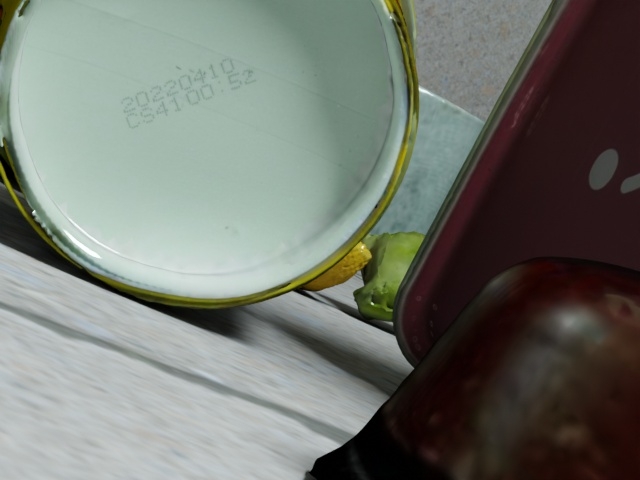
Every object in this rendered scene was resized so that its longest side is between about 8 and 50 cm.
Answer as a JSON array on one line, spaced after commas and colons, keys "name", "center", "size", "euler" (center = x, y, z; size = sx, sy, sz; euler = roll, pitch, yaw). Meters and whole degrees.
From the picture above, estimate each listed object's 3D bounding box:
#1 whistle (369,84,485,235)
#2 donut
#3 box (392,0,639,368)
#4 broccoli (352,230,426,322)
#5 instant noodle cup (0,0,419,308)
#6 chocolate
[{"name": "whistle", "center": [0.104, -0.034, 1.510], "size": [0.405, 0.168, 0.188], "euler": [29, 4, 10]}, {"name": "donut", "center": [0.000, 0.000, 0.919], "size": [0.038, 0.067, 0.083], "euler": [42, -39, -23]}, {"name": "box", "center": [0.179, -0.018, 0.572], "size": [0.193, 0.294, 0.167], "euler": [22, 14, -25]}, {"name": "broccoli", "center": [0.166, 0.048, 0.922], "size": [0.304, 0.145, 0.165], "euler": [12, -2, 1]}, {"name": "instant noodle cup", "center": [-0.043, -0.061, 0.611], "size": [0.182, 0.182, 0.144], "euler": [24, 11, -12]}, {"name": "chocolate", "center": [0.084, 0.051, 0.382], "size": [0.149, 0.080, 0.125], "euler": [25, 1, -20]}]
